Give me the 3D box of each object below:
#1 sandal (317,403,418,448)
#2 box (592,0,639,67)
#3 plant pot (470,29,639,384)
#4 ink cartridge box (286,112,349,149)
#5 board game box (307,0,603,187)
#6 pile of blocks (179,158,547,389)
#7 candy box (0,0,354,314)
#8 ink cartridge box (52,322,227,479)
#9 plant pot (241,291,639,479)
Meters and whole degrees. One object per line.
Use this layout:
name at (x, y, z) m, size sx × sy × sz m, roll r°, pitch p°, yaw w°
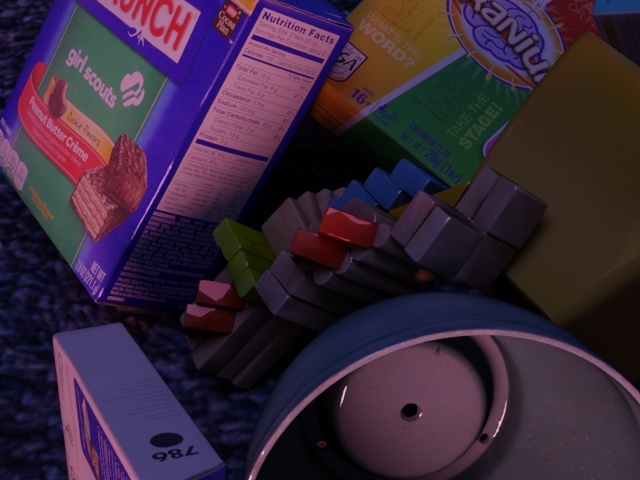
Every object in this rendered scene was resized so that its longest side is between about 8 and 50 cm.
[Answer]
sandal at (0.063, 0.118, 1.066) m, size 0.219 × 0.060 × 0.090 m, roll -11°, pitch 49°, yaw 4°
box at (0.372, -0.198, 1.123) m, size 0.244 × 0.100 × 0.060 m, roll 2°, pitch 62°, yaw 28°
plant pot at (0.232, -0.001, 1.044) m, size 0.187 × 0.212 × 0.212 m, roll -39°, pitch 52°, yaw -4°
ink cartridge box at (0.019, -0.159, 1.304) m, size 0.175 × 0.072 × 0.127 m, roll 1°, pitch 51°, yaw 13°
board game box at (0.158, -0.175, 1.221) m, size 0.242 × 0.064 × 0.316 m, roll 39°, pitch 64°, yaw 3°
pile of blocks at (0.000, 0.000, 1.038) m, size 0.362 × 0.113 × 0.149 m, roll -25°, pitch 55°, yaw 36°
candy box at (-0.152, -0.137, 1.178) m, size 0.268 × 0.122 × 0.317 m, roll 46°, pitch 114°, yaw 39°
ink cartridge box at (-0.120, 0.191, 0.896) m, size 0.065 × 0.165 × 0.333 m, roll -9°, pitch 21°, yaw -19°
plant pot at (0.079, 0.155, 0.912) m, size 0.293 × 0.293 × 0.196 m, roll -16°, pitch 22°, yaw -1°
